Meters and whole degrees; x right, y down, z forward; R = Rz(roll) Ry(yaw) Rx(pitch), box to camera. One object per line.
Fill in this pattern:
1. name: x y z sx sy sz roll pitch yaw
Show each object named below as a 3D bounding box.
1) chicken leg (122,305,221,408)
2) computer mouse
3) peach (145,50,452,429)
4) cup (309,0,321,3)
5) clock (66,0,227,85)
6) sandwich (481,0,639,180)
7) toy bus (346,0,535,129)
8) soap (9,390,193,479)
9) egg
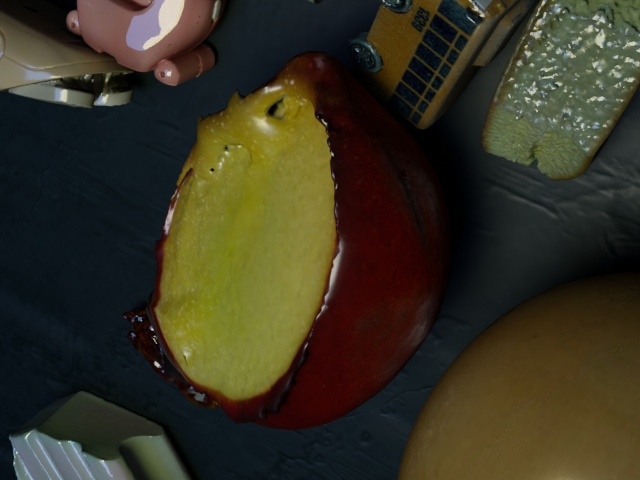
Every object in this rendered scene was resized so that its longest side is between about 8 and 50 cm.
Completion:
1. chicken leg: -0.139 0.146 1.152 0.219 0.048 0.089 37 130 11
2. computer mouse: -0.301 -0.197 1.018 0.236 0.145 0.082 31 110 12
3. peach: 0.000 0.000 0.905 0.257 0.201 0.362 44 127 39
4. cup: -0.031 -0.240 0.891 0.083 0.054 0.075 32 125 11
5. clock: -0.159 -0.246 0.945 0.165 0.092 0.162 30 122 16
6. sandwich: 0.202 -0.142 0.778 0.094 0.096 0.258 29 128 10
7. toy bus: 0.095 -0.173 0.783 0.103 0.091 0.182 40 156 6
8. soap: -0.245 0.359 1.279 0.208 0.115 0.347 -22 100 36
9. egg: 0.215 0.198 0.801 0.301 0.301 0.374 28 124 17
